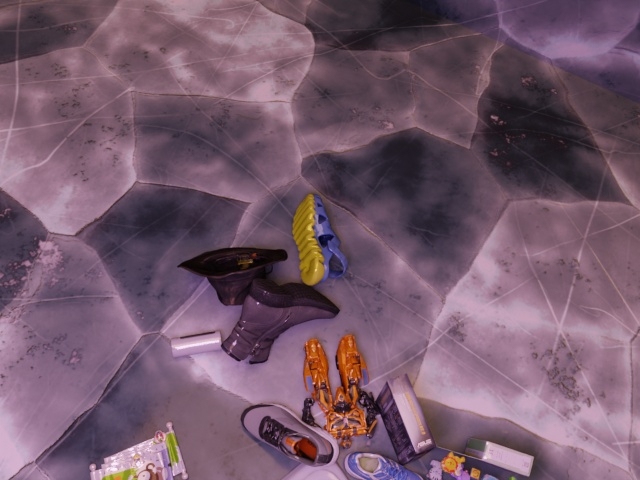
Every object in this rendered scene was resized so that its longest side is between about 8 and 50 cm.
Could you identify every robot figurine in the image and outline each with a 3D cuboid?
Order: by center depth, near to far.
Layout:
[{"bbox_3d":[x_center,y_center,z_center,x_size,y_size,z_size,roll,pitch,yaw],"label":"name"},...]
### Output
[{"bbox_3d":[0.045,0.405,1.557,0.211,0.085,0.290,-6,62,-9],"label":"robot figurine"}]

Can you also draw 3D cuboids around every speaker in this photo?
[{"bbox_3d":[-0.340,0.285,1.595,0.136,0.055,0.055,-8,63,-11],"label":"speaker"}]

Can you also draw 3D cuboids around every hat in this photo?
[{"bbox_3d":[-0.240,0.107,1.628,0.332,0.331,0.133,-4,100,-9],"label":"hat"}]

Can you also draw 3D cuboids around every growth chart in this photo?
[{"bbox_3d":[-0.449,0.581,1.438,0.237,0.021,0.171,-24,67,-18],"label":"growth chart"}]

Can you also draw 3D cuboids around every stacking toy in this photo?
[{"bbox_3d":[0.384,0.597,1.444,0.221,0.167,0.052,21,62,4],"label":"stacking toy"}]

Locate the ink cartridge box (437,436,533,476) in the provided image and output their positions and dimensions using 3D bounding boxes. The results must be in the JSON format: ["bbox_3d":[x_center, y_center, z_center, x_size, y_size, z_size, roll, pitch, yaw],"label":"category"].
[{"bbox_3d":[0.394,0.531,1.478,0.235,0.171,0.056,19,74,4],"label":"ink cartridge box"}]

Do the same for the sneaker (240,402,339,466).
[{"bbox_3d":[-0.086,0.482,1.453,0.272,0.108,0.100,16,86,25],"label":"sneaker"}]

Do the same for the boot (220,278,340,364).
[{"bbox_3d":[-0.112,0.232,1.604,0.118,0.338,0.222,37,104,45],"label":"boot"}]

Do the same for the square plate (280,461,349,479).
[{"bbox_3d":[-0.006,0.713,1.359,0.344,0.049,0.347,-27,65,-34],"label":"square plate"}]

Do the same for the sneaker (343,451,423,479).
[{"bbox_3d":[0.164,0.593,1.469,0.211,0.081,0.080,17,59,1],"label":"sneaker"}]

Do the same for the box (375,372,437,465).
[{"bbox_3d":[0.209,0.456,1.465,0.056,0.231,0.183,-16,63,-11],"label":"box"}]

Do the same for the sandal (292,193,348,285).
[{"bbox_3d":[0.000,0.000,1.769,0.138,0.126,0.317,9,57,-28],"label":"sandal"}]
